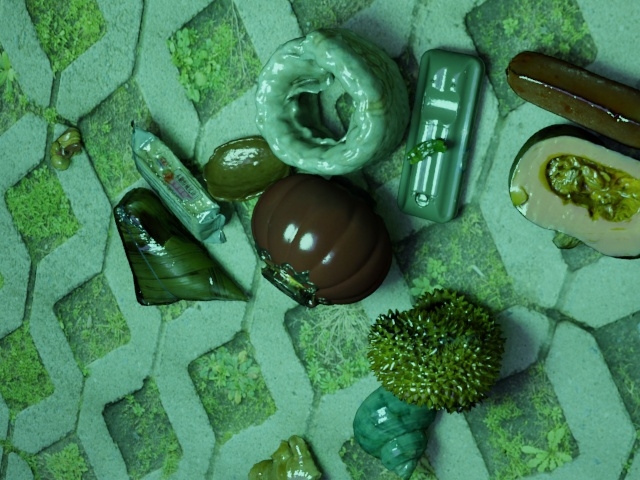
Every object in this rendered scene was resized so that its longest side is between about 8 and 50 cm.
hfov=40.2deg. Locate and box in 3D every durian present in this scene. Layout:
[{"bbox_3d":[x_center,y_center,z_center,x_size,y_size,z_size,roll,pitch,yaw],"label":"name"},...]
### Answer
[{"bbox_3d":[0.220,0.224,1.745,0.293,0.258,0.258,14,108,29],"label":"durian"}]

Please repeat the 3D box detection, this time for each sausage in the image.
[{"bbox_3d":[0.488,-0.249,1.571,0.330,0.102,0.102,28,113,19],"label":"sausage"}]

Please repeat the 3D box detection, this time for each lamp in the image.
[{"bbox_3d":[0.000,0.000,1.773,0.303,0.303,0.257,33,78,17],"label":"lamp"}]

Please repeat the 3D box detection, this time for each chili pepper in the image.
[{"bbox_3d":[0.206,-0.174,1.699,0.091,0.034,0.030,-18,126,29],"label":"chili pepper"}]

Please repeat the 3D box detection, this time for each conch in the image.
[{"bbox_3d":[0.163,0.402,1.871,0.196,0.134,0.202,-21,91,31],"label":"conch"}]

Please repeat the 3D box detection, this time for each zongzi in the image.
[{"bbox_3d":[-0.313,0.025,1.999,0.300,0.138,0.286,8,127,24],"label":"zongzi"}]

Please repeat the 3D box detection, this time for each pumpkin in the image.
[{"bbox_3d":[0.493,-0.071,1.592,0.317,0.139,0.221,26,109,16],"label":"pumpkin"}]

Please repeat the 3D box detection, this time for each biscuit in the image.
[{"bbox_3d":[-0.329,-0.124,1.991,0.309,0.079,0.186,48,161,11],"label":"biscuit"}]

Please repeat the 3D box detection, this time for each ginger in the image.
[{"bbox_3d":[-0.085,0.563,2.056,0.216,0.102,0.157,-45,77,29],"label":"ginger"}]

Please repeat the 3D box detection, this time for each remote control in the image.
[{"bbox_3d":[0.232,-0.203,1.730,0.128,0.065,0.335,17,109,26],"label":"remote control"}]

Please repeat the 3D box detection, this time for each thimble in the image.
[{"bbox_3d":[0.025,-0.276,1.736,0.291,0.195,0.291,8,106,29],"label":"thimble"}]

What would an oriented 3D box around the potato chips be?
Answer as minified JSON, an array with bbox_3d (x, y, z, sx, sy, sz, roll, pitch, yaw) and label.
[{"bbox_3d":[-0.161,-0.154,1.929,0.202,0.049,0.150,-14,66,9],"label":"potato chips"}]

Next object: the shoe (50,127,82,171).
[{"bbox_3d":[-0.630,-0.224,2.160,0.109,0.072,0.069,-38,52,7],"label":"shoe"}]
